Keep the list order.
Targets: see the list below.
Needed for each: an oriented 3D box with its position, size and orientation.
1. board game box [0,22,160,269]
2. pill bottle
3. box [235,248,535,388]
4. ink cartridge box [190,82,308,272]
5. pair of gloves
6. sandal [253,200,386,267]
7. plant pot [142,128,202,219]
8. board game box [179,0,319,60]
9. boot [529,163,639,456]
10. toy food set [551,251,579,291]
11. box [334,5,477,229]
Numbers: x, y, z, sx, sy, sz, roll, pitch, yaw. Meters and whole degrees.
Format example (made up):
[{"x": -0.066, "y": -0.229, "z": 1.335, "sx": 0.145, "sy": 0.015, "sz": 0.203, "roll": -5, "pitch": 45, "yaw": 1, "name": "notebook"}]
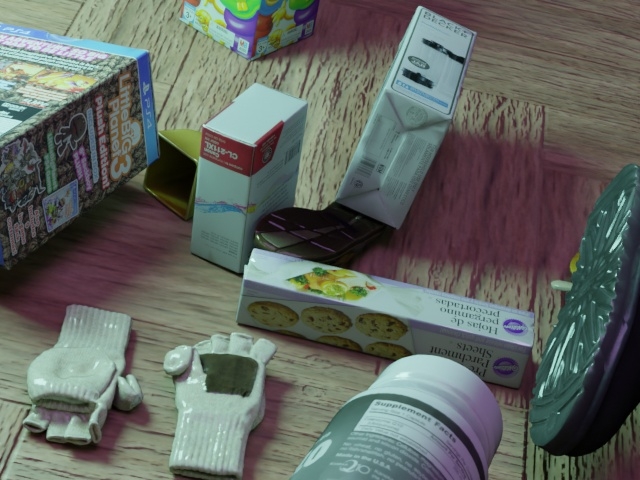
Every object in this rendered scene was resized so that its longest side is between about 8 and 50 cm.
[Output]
[{"x": -0.359, "y": -0.116, "z": 1.803, "sx": 0.232, "sy": 0.141, "sz": 0.291, "roll": 13, "pitch": 33, "yaw": 26, "name": "board game box"}, {"x": 0.057, "y": 0.235, "z": 1.467, "sx": 0.161, "sy": 0.161, "sz": 0.283, "roll": 22, "pitch": 36, "yaw": 14, "name": "pill bottle"}, {"x": 0.071, "y": 0.084, "z": 1.761, "sx": 0.324, "sy": 0.067, "sz": 0.063, "roll": 14, "pitch": 36, "yaw": 1, "name": "box"}, {"x": -0.083, "y": -0.070, "z": 1.836, "sx": 0.072, "sy": 0.175, "sz": 0.127, "roll": 22, "pitch": 36, "yaw": 18, "name": "ink cartridge box"}, {"x": -0.173, "y": 0.144, "z": 1.627, "sx": 0.240, "sy": 0.042, "sz": 0.204, "roll": 14, "pitch": 35, "yaw": 4, "name": "pair of gloves"}, {"x": 0.000, "y": 0.000, "z": 1.871, "sx": 0.090, "sy": 0.060, "sz": 0.219, "roll": 34, "pitch": 26, "yaw": 19, "name": "sandal"}, {"x": -0.150, "y": -0.086, "z": 1.923, "sx": 0.081, "sy": 0.081, "sz": 0.083, "roll": 36, "pitch": 35, "yaw": 29, "name": "plant pot"}, {"x": -0.081, "y": -0.414, "z": 2.224, "sx": 0.142, "sy": 0.275, "sz": 0.144, "roll": 32, "pitch": 40, "yaw": 26, "name": "board game box"}, {"x": 0.469, "y": 0.157, "z": 1.699, "sx": 0.445, "sy": 0.146, "sz": 0.367, "roll": 29, "pitch": 57, "yaw": -8, "name": "boot"}, {"x": 0.364, "y": 0.049, "z": 1.907, "sx": 0.128, "sy": 0.071, "sz": 0.218, "roll": 5, "pitch": 26, "yaw": 33, "name": "toy food set"}, {"x": 0.109, "y": -0.157, "z": 1.985, "sx": 0.087, "sy": 0.169, "sz": 0.290, "roll": 24, "pitch": 28, "yaw": -1, "name": "box"}]
